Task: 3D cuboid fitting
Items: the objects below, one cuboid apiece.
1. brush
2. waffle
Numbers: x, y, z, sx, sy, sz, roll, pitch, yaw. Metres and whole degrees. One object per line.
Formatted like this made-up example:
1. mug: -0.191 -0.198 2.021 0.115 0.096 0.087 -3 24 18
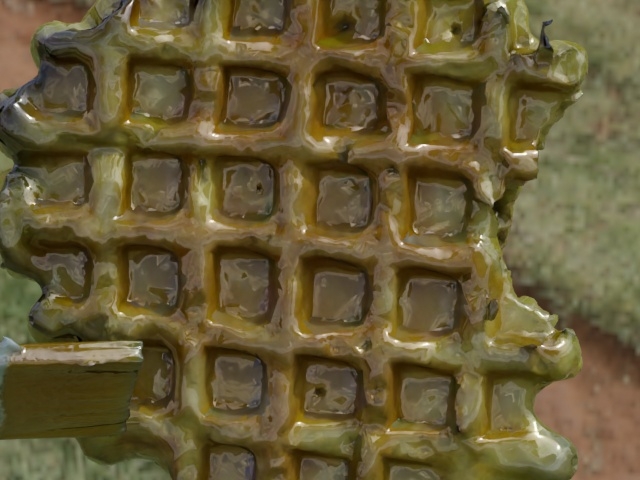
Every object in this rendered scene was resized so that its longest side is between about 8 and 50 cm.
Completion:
1. brush: -0.242 0.067 0.778 0.336 0.085 0.020 -2 58 -15
2. waffle: -0.004 -0.009 0.871 0.281 0.301 0.058 -20 3 5
